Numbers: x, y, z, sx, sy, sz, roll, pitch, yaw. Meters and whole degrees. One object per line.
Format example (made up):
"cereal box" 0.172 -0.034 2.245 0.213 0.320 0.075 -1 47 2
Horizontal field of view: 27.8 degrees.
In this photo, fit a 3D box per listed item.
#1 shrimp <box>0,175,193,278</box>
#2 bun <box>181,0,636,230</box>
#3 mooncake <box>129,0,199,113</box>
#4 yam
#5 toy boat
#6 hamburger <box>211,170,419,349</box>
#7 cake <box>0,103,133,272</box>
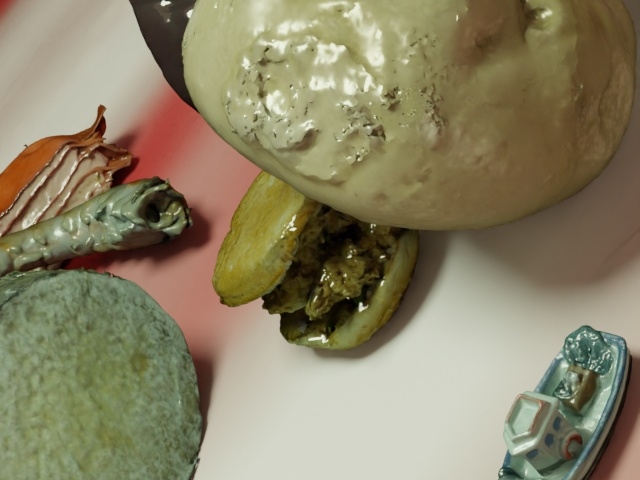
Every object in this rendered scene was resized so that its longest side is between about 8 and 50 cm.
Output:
"shrimp" -0.265 -0.006 1.309 0.287 0.068 0.185 -14 5 2
"bun" 0.073 -0.158 0.922 0.362 0.326 0.234 -95 21 -56
"mooncake" -0.051 -0.238 1.184 0.141 0.283 0.283 -18 44 31
"yam" -0.275 0.146 1.118 0.348 0.241 0.241 -7 51 48
"toy boat" 0.145 0.113 0.800 0.059 0.066 0.140 10 65 48
"hamburger" 0.000 0.000 1.031 0.159 0.131 0.185 -38 31 42
"cake" -0.326 -0.025 1.455 0.135 0.098 0.287 10 59 51
